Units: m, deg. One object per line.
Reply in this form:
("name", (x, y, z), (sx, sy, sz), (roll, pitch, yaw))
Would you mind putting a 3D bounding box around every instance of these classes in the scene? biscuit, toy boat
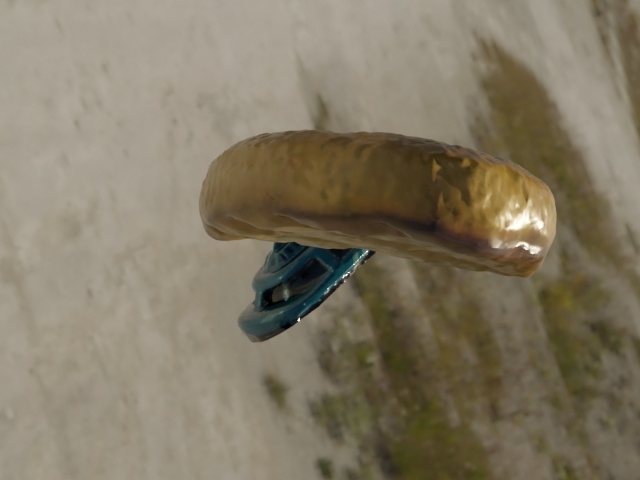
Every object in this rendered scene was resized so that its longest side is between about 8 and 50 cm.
("biscuit", (0.053, -0.032, 1.162), (0.213, 0.274, 0.091), (157, -58, -74))
("toy boat", (0.000, 0.000, 1.848), (0.299, 0.134, 0.092), (-42, 106, -31))
